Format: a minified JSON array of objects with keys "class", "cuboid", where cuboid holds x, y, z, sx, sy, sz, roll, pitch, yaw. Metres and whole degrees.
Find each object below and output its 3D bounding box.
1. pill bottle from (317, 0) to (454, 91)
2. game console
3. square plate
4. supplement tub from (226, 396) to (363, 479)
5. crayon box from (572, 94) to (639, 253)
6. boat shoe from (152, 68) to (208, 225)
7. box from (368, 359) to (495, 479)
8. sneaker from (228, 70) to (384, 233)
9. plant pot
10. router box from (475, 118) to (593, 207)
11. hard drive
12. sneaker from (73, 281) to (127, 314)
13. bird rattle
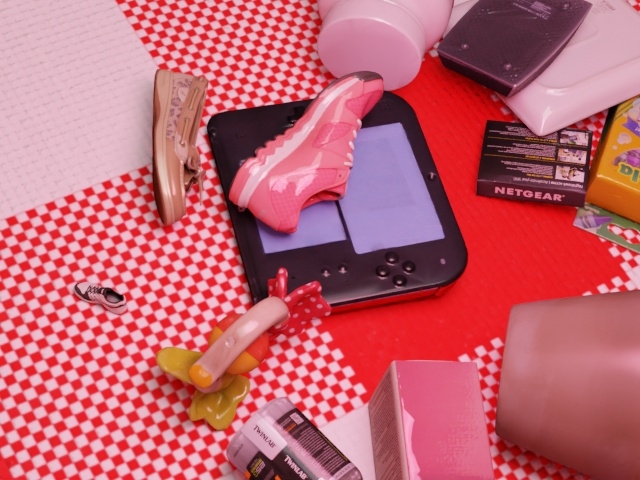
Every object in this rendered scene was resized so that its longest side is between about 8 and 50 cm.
[{"class":"pill bottle","cuboid":[0.123,-0.459,2.105,0.229,0.229,0.408,17,56,-2]},{"class":"game console","cuboid":[0.026,-0.066,1.933,0.341,0.060,0.387,-7,58,-16]},{"class":"square plate","cuboid":[0.419,-0.357,2.161,0.344,0.049,0.347,-24,54,-18]},{"class":"supplement tub","cuboid":[-0.025,0.312,1.661,0.190,0.117,0.117,43,59,15]},{"class":"crayon box","cuboid":[0.568,-0.127,2.088,0.203,0.083,0.323,23,57,2]},{"class":"boat shoe","cuboid":[-0.214,-0.151,1.912,0.089,0.105,0.285,1,58,-9]},{"class":"box","cuboid":[0.151,0.297,1.691,0.126,0.149,0.232,2,59,-13]},{"class":"sneaker","cuboid":[0.006,-0.128,1.897,0.136,0.116,0.314,43,70,9]},{"class":"plant pot","cuboid":[0.395,0.204,1.741,0.280,0.323,0.323,6,56,11]},{"class":"router box","cuboid":[0.351,-0.128,2.036,0.178,0.046,0.133,7,56,11]},{"class":"hard drive","cuboid":[0.326,-0.344,2.083,0.172,0.054,0.255,29,56,23]},{"class":"sneaker","cuboid":[-0.316,0.075,1.789,0.083,0.037,0.032,21,58,2]},{"class":"bird rattle","cuboid":[-0.096,0.143,1.689,0.253,0.207,0.143,-36,84,-1]}]
